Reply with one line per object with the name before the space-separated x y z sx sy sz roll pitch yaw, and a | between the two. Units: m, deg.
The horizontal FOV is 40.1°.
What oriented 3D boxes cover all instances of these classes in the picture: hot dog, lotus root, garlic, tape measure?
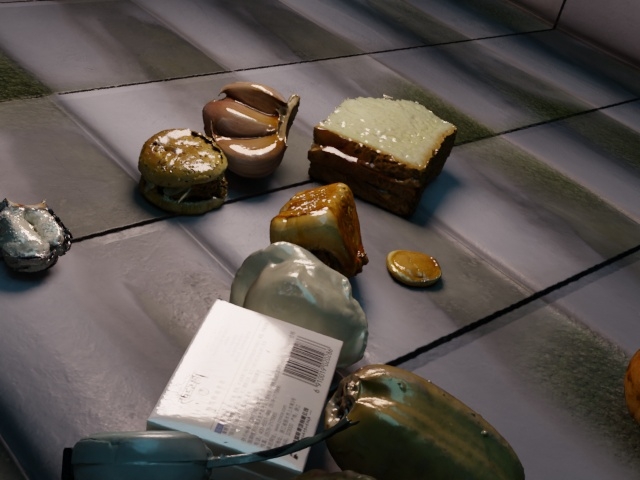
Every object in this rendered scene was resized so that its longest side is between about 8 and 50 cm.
hot dog | 0.000 0.000 1.534 0.150 0.153 0.256 -10 14 12
lotus root | 0.155 0.295 1.150 0.343 0.151 0.169 36 49 -10
garlic | -0.150 -0.213 1.801 0.191 0.160 0.214 9 67 0
tape measure | -0.123 0.246 0.969 0.330 0.084 0.164 -6 -9 18

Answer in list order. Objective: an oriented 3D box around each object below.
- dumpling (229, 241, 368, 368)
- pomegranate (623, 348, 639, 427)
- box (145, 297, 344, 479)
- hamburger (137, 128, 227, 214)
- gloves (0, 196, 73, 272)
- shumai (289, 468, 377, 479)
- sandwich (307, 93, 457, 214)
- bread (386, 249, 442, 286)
dumpling | -0.030 0.104 1.374 0.250 0.162 0.132 31 -3 18
pomegranate | 0.596 0.237 1.373 0.215 0.215 0.215 11 33 -7
box | -0.100 0.225 1.191 0.203 0.116 0.274 18 32 2
hamburger | -0.259 -0.132 1.668 0.177 0.113 0.185 11 32 -9
gloves | -0.468 -0.004 1.429 0.114 0.070 0.153 0 35 -33
shumai | 0.035 0.436 0.791 0.395 0.395 0.348 29 58 21
sandwich | 0.143 -0.206 1.933 0.262 0.131 0.325 23 36 13
bread | 0.175 0.050 1.654 0.110 0.024 0.110 11 32 -7
